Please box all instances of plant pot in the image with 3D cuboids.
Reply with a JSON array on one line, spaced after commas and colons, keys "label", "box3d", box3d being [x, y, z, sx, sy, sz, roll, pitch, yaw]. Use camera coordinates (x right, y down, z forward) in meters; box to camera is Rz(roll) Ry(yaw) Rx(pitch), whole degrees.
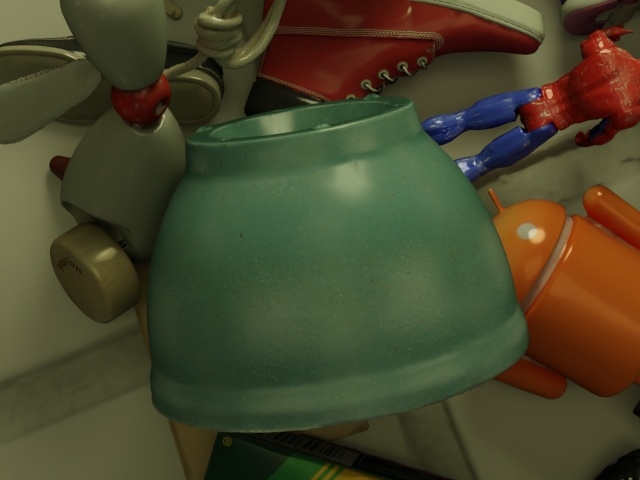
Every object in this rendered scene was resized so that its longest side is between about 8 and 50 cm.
[{"label": "plant pot", "box3d": [0.000, 0.000, 1.079, 0.293, 0.293, 0.196, -10, 102, -4]}]

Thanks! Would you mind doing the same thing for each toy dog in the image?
[{"label": "toy dog", "box3d": [-0.171, -0.101, 1.135, 0.161, 0.220, 0.334, 33, 126, 26]}]

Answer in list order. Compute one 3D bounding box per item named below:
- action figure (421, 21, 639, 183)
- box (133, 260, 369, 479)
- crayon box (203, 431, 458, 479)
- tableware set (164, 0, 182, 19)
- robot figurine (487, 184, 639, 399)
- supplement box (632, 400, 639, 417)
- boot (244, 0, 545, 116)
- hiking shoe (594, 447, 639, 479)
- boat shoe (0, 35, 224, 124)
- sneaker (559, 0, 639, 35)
[{"label": "action figure", "box3d": [0.184, -0.108, 1.231, 0.280, 0.139, 0.092, -22, 91, 25]}, {"label": "box", "box3d": [-0.065, 0.093, 1.246, 0.164, 0.021, 0.201, -17, 88, -4]}, {"label": "crayon box", "box3d": [0.054, 0.346, 1.161, 0.362, 0.106, 0.313, 16, 91, 7]}, {"label": "tableware set", "box3d": [-0.156, -0.302, 1.249, 0.194, 0.039, 0.128, 41, 86, -1]}, {"label": "robot figurine", "box3d": [0.213, 0.050, 1.213, 0.219, 0.158, 0.128, 31, 45, -2]}, {"label": "supplement box", "box3d": [0.313, 0.150, 1.236, 0.055, 0.083, 0.043, 36, 85, -2]}, {"label": "boot", "box3d": [0.063, -0.141, 1.235, 0.244, 0.088, 0.176, 10, 87, 5]}, {"label": "hiking shoe", "box3d": [0.274, 0.292, 1.239, 0.114, 0.086, 0.227, 18, 93, -15]}, {"label": "boat shoe", "box3d": [-0.184, -0.146, 1.241, 0.206, 0.075, 0.065, 7, 44, 2]}, {"label": "sneaker", "box3d": [0.310, -0.263, 1.256, 0.236, 0.095, 0.105, -16, 75, -5]}]
